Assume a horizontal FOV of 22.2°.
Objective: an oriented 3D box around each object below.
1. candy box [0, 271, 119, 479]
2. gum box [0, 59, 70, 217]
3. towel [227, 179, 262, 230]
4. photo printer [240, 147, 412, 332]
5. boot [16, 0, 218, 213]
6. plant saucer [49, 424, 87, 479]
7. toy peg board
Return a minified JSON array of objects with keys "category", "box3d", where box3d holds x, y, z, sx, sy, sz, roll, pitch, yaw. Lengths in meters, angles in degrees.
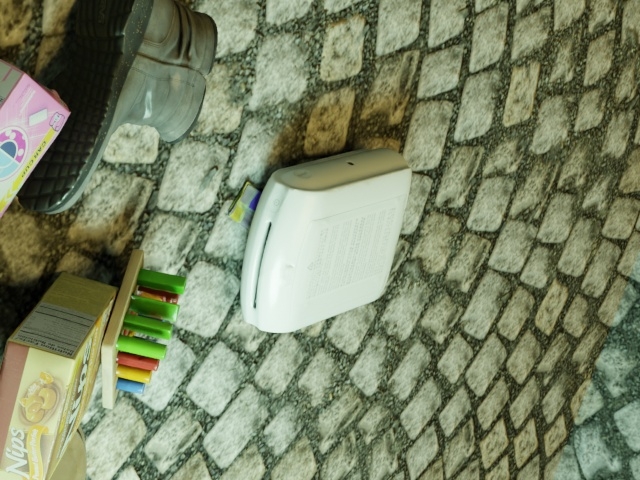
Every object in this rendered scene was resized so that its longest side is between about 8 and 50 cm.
[{"category":"candy box","box3d":[-0.332,0.170,2.006,0.316,0.087,0.183,-82,-172,-76]},{"category":"gum box","box3d":[-0.374,-0.110,1.851,0.188,0.062,0.107,-57,151,-7]},{"category":"towel","box3d":[-0.103,-0.048,2.397,0.060,0.009,0.083,-60,147,-7]},{"category":"photo printer","box3d":[0.000,0.000,2.476,0.307,0.107,0.256,-18,127,-51]},{"category":"boot","box3d":[-0.234,-0.161,2.019,0.223,0.118,0.338,36,76,-58]},{"category":"plant saucer","box3d":[-0.415,0.343,2.199,0.278,0.041,0.278,-32,135,-38]},{"category":"toy peg board","box3d":[-0.233,0.126,2.172,0.160,0.079,0.161,99,4,-54]}]
